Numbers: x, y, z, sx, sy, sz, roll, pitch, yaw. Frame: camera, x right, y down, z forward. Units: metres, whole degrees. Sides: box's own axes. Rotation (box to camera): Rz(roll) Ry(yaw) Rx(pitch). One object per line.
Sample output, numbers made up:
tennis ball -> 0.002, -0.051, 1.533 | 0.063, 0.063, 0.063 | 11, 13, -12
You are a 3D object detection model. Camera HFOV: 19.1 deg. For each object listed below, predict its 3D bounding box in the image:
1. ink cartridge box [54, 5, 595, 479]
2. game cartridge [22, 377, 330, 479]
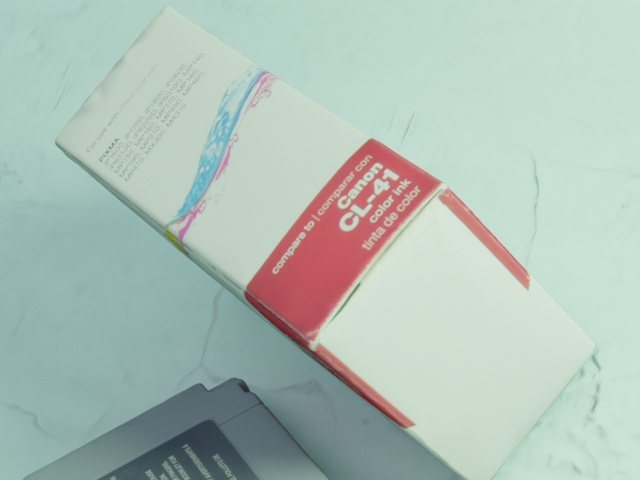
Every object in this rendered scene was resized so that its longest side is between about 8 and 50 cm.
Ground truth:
ink cartridge box -> 0.000, 0.000, 1.238 | 0.131, 0.226, 0.306 | -50, 47, -1
game cartridge -> -0.079, 0.204, 1.206 | 0.198, 0.062, 0.297 | -31, 32, -10
